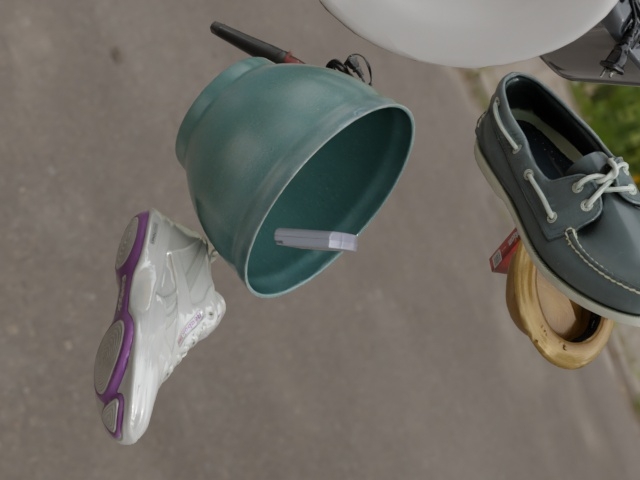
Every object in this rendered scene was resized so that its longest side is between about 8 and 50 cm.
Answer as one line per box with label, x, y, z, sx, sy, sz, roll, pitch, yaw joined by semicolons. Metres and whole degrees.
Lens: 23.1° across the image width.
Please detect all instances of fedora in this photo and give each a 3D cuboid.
fedora;0.282;0.063;1.926;0.194;0.079;0.194;6;80;-39

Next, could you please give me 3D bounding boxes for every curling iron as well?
curling iron;-0.038;-0.249;2.111;0.035;0.274;0.068;-26;131;-47

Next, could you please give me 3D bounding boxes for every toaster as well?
toaster;0.253;-0.210;1.265;0.129;0.146;0.227;41;74;-27

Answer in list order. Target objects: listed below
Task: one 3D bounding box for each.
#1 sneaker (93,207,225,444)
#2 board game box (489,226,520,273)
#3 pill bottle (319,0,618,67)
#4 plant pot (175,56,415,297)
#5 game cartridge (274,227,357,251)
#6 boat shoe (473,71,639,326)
sneaker;-0.186;0.109;1.911;0.152;0.114;0.305;23;59;-25
board game box;0.394;0.013;2.197;0.281;0.145;0.027;7;55;-21
pill bottle;0.113;-0.331;1.073;0.224;0.224;0.392;52;36;-42
plant pot;-0.053;-0.104;1.929;0.196;0.293;0.293;41;9;21
game cartridge;0.000;0.000;1.285;0.083;0.056;0.017;10;87;-75
boat shoe;0.247;-0.045;1.504;0.319;0.116;0.099;-123;-151;-42
